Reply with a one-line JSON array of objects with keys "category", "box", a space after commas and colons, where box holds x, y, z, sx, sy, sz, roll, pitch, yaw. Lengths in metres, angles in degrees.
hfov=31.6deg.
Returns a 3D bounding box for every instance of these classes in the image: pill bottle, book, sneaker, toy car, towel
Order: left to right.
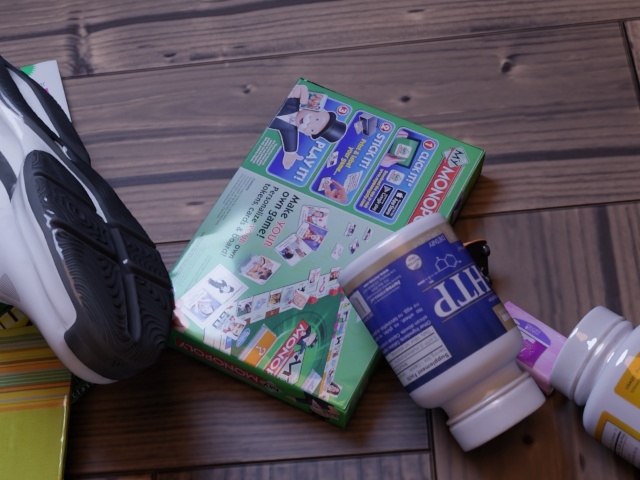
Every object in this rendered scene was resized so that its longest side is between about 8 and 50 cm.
[{"category": "sneaker", "box": [-0.313, 0.028, 1.067, 0.257, 0.169, 0.447, -44, 47, 7]}, {"category": "towel", "box": [-0.274, 0.184, 1.016, 0.102, 0.021, 0.237, -7, 58, 8]}, {"category": "book", "box": [-0.329, -0.136, 1.272, 0.096, 0.035, 0.144, -17, 53, -8]}, {"category": "toy car", "box": [0.110, 0.045, 1.063, 0.122, 0.060, 0.040, -35, 29, -22]}, {"category": "pill bottle", "box": [0.108, 0.081, 0.977, 0.112, 0.112, 0.186, -31, 82, -13]}, {"category": "pill bottle", "box": [0.300, 0.143, 0.926, 0.215, 0.117, 0.117, 34, 66, 27]}]

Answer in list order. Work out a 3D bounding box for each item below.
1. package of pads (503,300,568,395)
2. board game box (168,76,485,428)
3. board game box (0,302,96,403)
[{"category": "package of pads", "box": [0.189, 0.098, 1.027, 0.083, 0.032, 0.050, 34, 65, 27]}, {"category": "board game box", "box": [0.000, 0.000, 1.100, 0.213, 0.046, 0.317, 24, 62, 14]}, {"category": "board game box", "box": [-0.277, 0.108, 1.093, 0.260, 0.030, 0.136, -39, 57, -18]}]
